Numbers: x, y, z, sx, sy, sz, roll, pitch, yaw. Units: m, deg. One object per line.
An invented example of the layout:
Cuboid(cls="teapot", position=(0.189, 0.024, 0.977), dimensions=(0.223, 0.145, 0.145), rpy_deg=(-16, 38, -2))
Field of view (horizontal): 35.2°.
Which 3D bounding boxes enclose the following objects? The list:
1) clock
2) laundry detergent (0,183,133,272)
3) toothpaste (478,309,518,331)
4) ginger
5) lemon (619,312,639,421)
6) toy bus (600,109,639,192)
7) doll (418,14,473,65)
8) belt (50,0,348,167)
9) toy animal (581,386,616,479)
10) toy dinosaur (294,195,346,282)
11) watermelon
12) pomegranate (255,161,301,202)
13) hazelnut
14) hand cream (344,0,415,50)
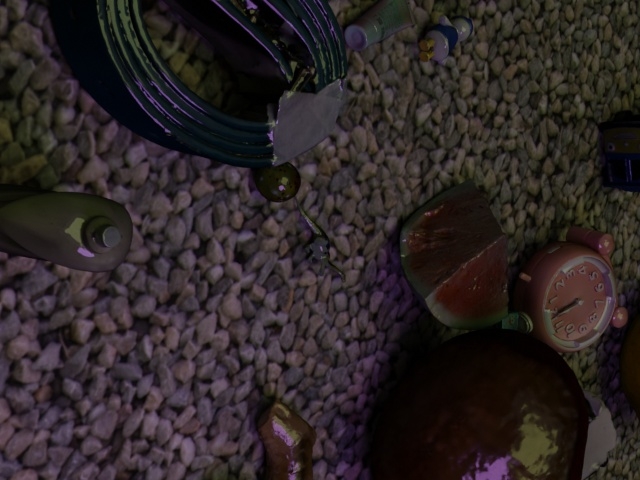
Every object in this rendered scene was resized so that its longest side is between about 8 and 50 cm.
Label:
Cuboid(cls="clock", position=(0.482, 0.114, 2.044), dimensions=(0.241, 0.142, 0.227), rpy_deg=(-28, 113, -26))
Cuboid(cls="laundry detergent", position=(-0.320, -0.017, 1.212), dimensions=(0.181, 0.253, 0.091), rpy_deg=(16, 85, -42))
Cuboid(cls="toothpaste", position=(0.344, 0.266, 1.973), dimensions=(0.050, 0.065, 0.266), rpy_deg=(-5, 99, -42))
Cuboid(cls="ginger", position=(-0.055, 0.341, 1.620), dimensions=(0.095, 0.069, 0.190), rpy_deg=(-11, 101, -46))
Cuboid(cls="lemon", position=(0.841, 0.286, 2.243), dimensions=(0.387, 0.350, 0.350), rpy_deg=(-47, 125, -9))
Cuboid(cls="toy bus", position=(0.753, -0.211, 2.236), dimensions=(0.288, 0.138, 0.175), rpy_deg=(-16, 105, -40))
Cuboid(cls="doll", position=(0.228, -0.364, 1.799), dimensions=(0.143, 0.058, 0.098), rpy_deg=(-38, 140, -33))
Cuboid(cls="belt", position=(-0.157, -0.270, 1.387), dimensions=(0.437, 0.173, 0.300), rpy_deg=(33, 82, -36))
Cuboid(cls="toy animal", position=(0.481, 0.402, 2.056), dimensions=(0.208, 0.156, 0.204), rpy_deg=(-36, 123, -15))
Cuboid(cls="toy dinosaur", position=(-0.005, 0.010, 1.649), dimensions=(0.058, 0.037, 0.180), rpy_deg=(-65, 142, -47))
Cuboid(cls="watermelon", position=(0.239, 0.039, 1.778), dimensions=(0.260, 0.176, 0.256), rpy_deg=(-26, 81, -21))
Cuboid(cls="pomegranate", position=(-0.062, -0.098, 1.564), dimensions=(0.073, 0.073, 0.084), rpy_deg=(55, 45, -32))
Cuboid(cls="hazelnut", position=(0.285, 0.355, 1.751), dimensions=(0.421, 0.353, 0.420), rpy_deg=(-22, 115, -60))
Cuboid(cls="hand cream", position=(0.106, -0.371, 1.701), dimensions=(0.174, 0.047, 0.076), rpy_deg=(-41, 120, -41))
